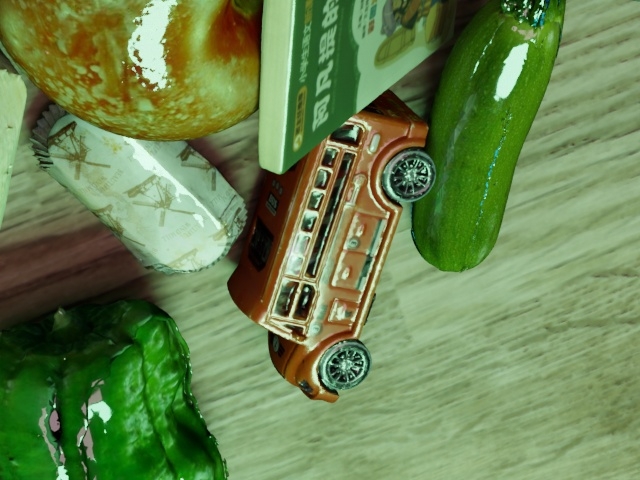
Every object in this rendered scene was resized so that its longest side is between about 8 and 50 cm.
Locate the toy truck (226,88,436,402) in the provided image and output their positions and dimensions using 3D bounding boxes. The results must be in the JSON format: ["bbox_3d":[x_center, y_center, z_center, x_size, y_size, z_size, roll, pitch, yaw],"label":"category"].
[{"bbox_3d":[0.000,0.000,1.433,0.114,0.107,0.253,12,108,-24],"label":"toy truck"}]

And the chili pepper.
[{"bbox_3d":[-0.177,0.227,1.447,0.167,0.213,0.385,0,114,32],"label":"chili pepper"}]

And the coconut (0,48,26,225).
[{"bbox_3d":[-0.334,-0.084,1.247,0.245,0.245,0.247,8,117,-17],"label":"coconut"}]

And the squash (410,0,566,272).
[{"bbox_3d":[0.131,-0.100,1.396,0.087,0.087,0.331,1,135,-15],"label":"squash"}]

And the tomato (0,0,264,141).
[{"bbox_3d":[-0.122,-0.212,1.249,0.222,0.270,0.270,22,109,21],"label":"tomato"}]

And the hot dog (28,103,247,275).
[{"bbox_3d":[-0.141,-0.047,1.408,0.108,0.059,0.191,-36,120,16],"label":"hot dog"}]

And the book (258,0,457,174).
[{"bbox_3d":[0.038,-0.191,1.297,0.027,0.264,0.202,23,128,23],"label":"book"}]
